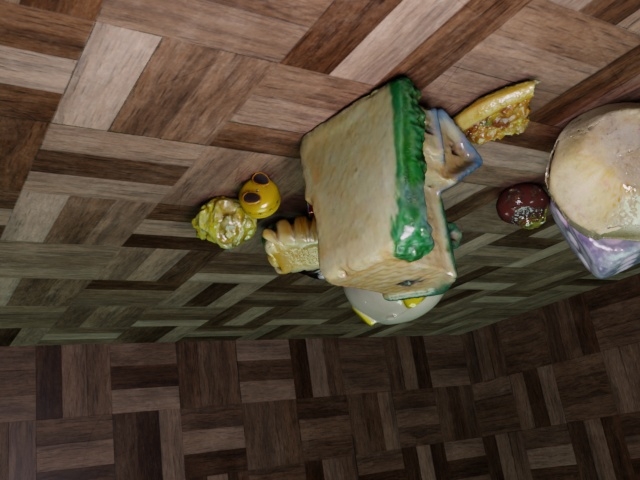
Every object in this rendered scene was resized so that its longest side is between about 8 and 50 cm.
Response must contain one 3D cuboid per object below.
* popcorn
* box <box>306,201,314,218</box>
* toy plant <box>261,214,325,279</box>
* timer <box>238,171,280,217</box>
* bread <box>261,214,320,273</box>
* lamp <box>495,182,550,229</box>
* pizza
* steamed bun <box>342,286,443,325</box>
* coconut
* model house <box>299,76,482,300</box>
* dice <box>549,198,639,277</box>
[{"bbox_3d":[-0.256,-0.048,1.790,0.173,0.142,0.173,-9,-173,1],"label":"popcorn"},{"bbox_3d":[0.015,-0.115,1.823,0.112,0.048,0.175,-9,161,-1],"label":"box"},{"bbox_3d":[-0.042,0.012,2.021,0.218,0.175,0.235,-24,129,21],"label":"toy plant"},{"bbox_3d":[-0.153,-0.103,1.690,0.107,0.107,0.109,-10,151,3],"label":"timer"},{"bbox_3d":[0.000,0.000,1.862,0.311,0.121,0.173,-7,134,3],"label":"bread"},{"bbox_3d":[0.607,-0.098,2.001,0.157,0.135,0.156,-17,159,30],"label":"lamp"},{"bbox_3d":[0.400,-0.272,1.523,0.197,0.058,0.292,5,157,-37],"label":"pizza"},{"bbox_3d":[0.236,0.098,2.114,0.334,0.334,0.374,5,154,-34],"label":"steamed bun"},{"bbox_3d":[0.724,-0.158,1.616,0.352,0.353,0.352,-8,161,-3],"label":"coconut"},{"bbox_3d":[0.184,-0.086,1.462,0.342,0.382,0.334,15,153,-40],"label":"model house"},{"bbox_3d":[0.831,-0.069,1.888,0.270,0.271,0.270,-31,159,9],"label":"dice"}]
